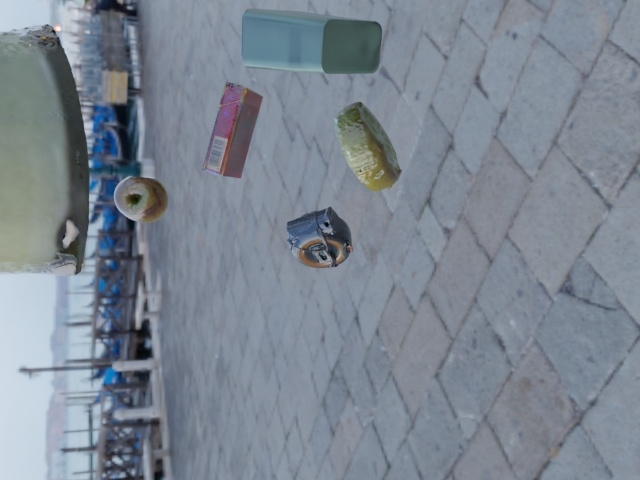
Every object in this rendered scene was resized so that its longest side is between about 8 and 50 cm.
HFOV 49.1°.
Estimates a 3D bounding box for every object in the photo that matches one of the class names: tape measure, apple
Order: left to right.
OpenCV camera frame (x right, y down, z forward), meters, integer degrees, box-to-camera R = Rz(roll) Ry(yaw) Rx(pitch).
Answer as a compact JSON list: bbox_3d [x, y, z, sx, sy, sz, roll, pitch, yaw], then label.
[{"bbox_3d":[-0.570,-0.131,2.246,0.147,0.163,0.146,-71,-15,-85],"label":"apple"},{"bbox_3d":[0.000,0.000,2.297,0.202,0.223,0.135,-20,46,22],"label":"tape measure"}]

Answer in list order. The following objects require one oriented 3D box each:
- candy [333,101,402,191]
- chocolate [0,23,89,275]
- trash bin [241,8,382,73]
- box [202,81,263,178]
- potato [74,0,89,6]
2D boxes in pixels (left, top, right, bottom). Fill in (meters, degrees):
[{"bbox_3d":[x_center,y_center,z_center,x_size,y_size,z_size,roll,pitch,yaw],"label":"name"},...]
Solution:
[{"bbox_3d":[0.133,-0.263,1.953,0.260,0.118,0.260,54,-159,-32],"label":"candy"},{"bbox_3d":[-0.456,-0.105,0.844,0.326,0.297,0.314,13,105,60],"label":"chocolate"},{"bbox_3d":[-0.025,-0.523,1.870,0.343,0.223,0.158,25,118,45],"label":"trash bin"},{"bbox_3d":[-0.306,-0.380,2.452,0.197,0.089,0.313,-9,-64,-77],"label":"box"},{"bbox_3d":[-0.632,-0.749,1.865,0.203,0.158,0.178,46,159,23],"label":"potato"}]
